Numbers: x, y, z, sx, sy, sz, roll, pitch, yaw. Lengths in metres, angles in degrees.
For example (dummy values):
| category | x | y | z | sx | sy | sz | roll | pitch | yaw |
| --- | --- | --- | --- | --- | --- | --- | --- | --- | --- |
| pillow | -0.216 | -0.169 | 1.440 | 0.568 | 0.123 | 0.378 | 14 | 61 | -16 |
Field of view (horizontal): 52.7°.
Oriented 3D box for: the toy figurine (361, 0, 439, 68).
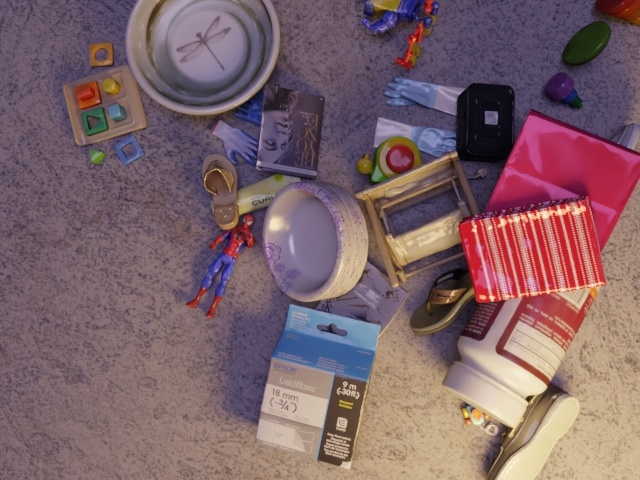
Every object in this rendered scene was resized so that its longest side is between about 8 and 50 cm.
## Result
| category | x | y | z | sx | sy | sz | roll | pitch | yaw |
| --- | --- | --- | --- | --- | --- | --- | --- | --- | --- |
| toy figurine | 0.202 | -0.642 | 1.627 | 0.217 | 0.191 | 0.362 | 24 | 86 | 10 |

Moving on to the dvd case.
| category | x | y | z | sx | sy | sz | roll | pitch | yaw |
| --- | --- | --- | --- | --- | --- | --- | --- | --- | --- |
| dvd case | -0.077 | -0.276 | 1.657 | 0.165 | 0.018 | 0.221 | 8 | 86 | -22 |

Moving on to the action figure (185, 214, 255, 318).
| category | x | y | z | sx | sy | sz | roll | pitch | yaw |
| --- | --- | --- | --- | --- | --- | --- | --- | --- | --- |
| action figure | -0.243 | 0.055 | 1.619 | 0.091 | 0.139 | 0.280 | 27 | 85 | 4 |

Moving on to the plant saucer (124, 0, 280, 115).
| category | x | y | z | sx | sy | sz | roll | pitch | yaw |
| --- | --- | --- | --- | --- | --- | --- | --- | --- | --- |
| plant saucer | -0.298 | -0.511 | 1.682 | 0.401 | 0.100 | 0.400 | 0 | 85 | 4 |

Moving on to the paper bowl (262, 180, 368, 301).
| category | x | y | z | sx | sy | sz | roll | pitch | yaw |
| --- | --- | --- | --- | --- | --- | --- | --- | --- | --- |
| paper bowl | 0.000 | 0.000 | 1.560 | 0.284 | 0.148 | 0.284 | 4 | 96 | 44 |

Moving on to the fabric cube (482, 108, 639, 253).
| category | x | y | z | sx | sy | sz | roll | pitch | yaw |
| --- | --- | --- | --- | --- | --- | --- | --- | --- | --- |
| fabric cube | 0.550 | -0.129 | 1.469 | 0.258 | 0.254 | 0.259 | 25 | 107 | 16 |

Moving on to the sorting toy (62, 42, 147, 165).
| category | x | y | z | sx | sy | sz | roll | pitch | yaw |
| --- | --- | --- | --- | --- | --- | --- | --- | --- | --- |
| sorting toy | -0.576 | -0.363 | 1.712 | 0.196 | 0.047 | 0.347 | -16 | 84 | 2 |

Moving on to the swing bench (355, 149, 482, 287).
| category | x | y | z | sx | sy | sz | roll | pitch | yaw |
| --- | --- | --- | --- | --- | --- | --- | --- | --- | --- |
| swing bench | 0.254 | -0.052 | 1.554 | 0.253 | 0.165 | 0.254 | -22 | 85 | 14 |

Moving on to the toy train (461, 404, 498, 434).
| category | x | y | z | sx | sy | sz | roll | pitch | yaw |
| --- | --- | --- | --- | --- | --- | --- | --- | --- | --- |
| toy train | 0.419 | 0.393 | 1.593 | 0.125 | 0.046 | 0.166 | 20 | 86 | 5 |

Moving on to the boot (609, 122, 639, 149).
| category | x | y | z | sx | sy | sz | roll | pitch | yaw |
| --- | --- | --- | --- | --- | --- | --- | --- | --- | --- |
| boot | 0.673 | -0.197 | 1.599 | 0.123 | 0.095 | 0.258 | 31 | 93 | 6 |

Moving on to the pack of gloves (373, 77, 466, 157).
| category | x | y | z | sx | sy | sz | roll | pitch | yaw |
| --- | --- | --- | --- | --- | --- | --- | --- | --- | --- |
| pack of gloves | 0.265 | -0.318 | 1.661 | 0.232 | 0.046 | 0.195 | 10 | 85 | 4 |

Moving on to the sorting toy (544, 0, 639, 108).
| category | x | y | z | sx | sy | sz | roll | pitch | yaw |
| --- | --- | --- | --- | --- | --- | --- | --- | --- | --- |
| sorting toy | 0.717 | -0.488 | 1.638 | 0.126 | 0.127 | 0.365 | 33 | 91 | -24 |

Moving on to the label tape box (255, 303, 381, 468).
| category | x | y | z | sx | sy | sz | roll | pitch | yaw |
| --- | --- | --- | --- | --- | --- | --- | --- | --- | --- |
| label tape box | -0.007 | 0.346 | 1.555 | 0.241 | 0.106 | 0.333 | 12 | 97 | 9 |

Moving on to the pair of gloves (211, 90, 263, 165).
| category | x | y | z | sx | sy | sz | roll | pitch | yaw |
| --- | --- | --- | --- | --- | --- | --- | --- | --- | --- |
| pair of gloves | -0.190 | -0.295 | 1.697 | 0.159 | 0.023 | 0.198 | 35 | 87 | 6 |

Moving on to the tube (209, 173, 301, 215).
| category | x | y | z | sx | sy | sz | roll | pitch | yaw |
| --- | --- | --- | --- | --- | --- | --- | --- | --- | --- |
| tube | -0.163 | -0.116 | 1.665 | 0.240 | 0.062 | 0.070 | -19 | 119 | -3 |

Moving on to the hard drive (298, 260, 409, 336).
| category | x | y | z | sx | sy | sz | roll | pitch | yaw |
| --- | --- | --- | --- | --- | --- | --- | --- | --- | --- |
| hard drive | 0.083 | 0.184 | 1.626 | 0.172 | 0.054 | 0.254 | 38 | 89 | 6 |

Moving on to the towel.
| category | x | y | z | sx | sy | sz | roll | pitch | yaw |
| --- | --- | --- | --- | --- | --- | --- | --- | --- | --- |
| towel | 0.448 | 0.024 | 1.383 | 0.275 | 0.031 | 0.198 | -11 | 97 | 21 |

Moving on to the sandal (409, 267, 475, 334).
| category | x | y | z | sx | sy | sz | roll | pitch | yaw |
| --- | --- | --- | --- | --- | --- | --- | --- | --- | --- |
| sandal | 0.319 | 0.110 | 1.547 | 0.086 | 0.120 | 0.303 | 36 | 117 | -17 |

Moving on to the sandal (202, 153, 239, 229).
| category | x | y | z | sx | sy | sz | roll | pitch | yaw |
| --- | --- | --- | --- | --- | --- | --- | --- | --- | --- |
| sandal | -0.252 | -0.146 | 1.615 | 0.088 | 0.079 | 0.240 | -15 | 60 | -2 |

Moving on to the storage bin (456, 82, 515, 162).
| category | x | y | z | sx | sy | sz | roll | pitch | yaw |
| --- | --- | --- | --- | --- | --- | --- | --- | --- | --- |
| storage bin | 0.413 | -0.293 | 1.622 | 0.122 | 0.084 | 0.180 | 3 | 86 | -6 |

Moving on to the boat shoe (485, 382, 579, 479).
| category | x | y | z | sx | sy | sz | roll | pitch | yaw |
| --- | --- | --- | --- | --- | --- | --- | --- | --- | --- |
| boat shoe | 0.497 | 0.482 | 1.560 | 0.109 | 0.091 | 0.305 | 37 | 90 | -32 |

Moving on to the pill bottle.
| category | x | y | z | sx | sy | sz | roll | pitch | yaw |
| --- | --- | --- | --- | --- | --- | --- | --- | --- | --- |
| pill bottle | 0.459 | 0.215 | 1.500 | 0.224 | 0.224 | 0.392 | 31 | 82 | 5 |

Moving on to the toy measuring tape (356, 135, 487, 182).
| category | x | y | z | sx | sy | sz | roll | pitch | yaw |
| --- | --- | --- | --- | --- | --- | --- | --- | --- | --- |
| toy measuring tape | 0.254 | -0.206 | 1.625 | 0.330 | 0.121 | 0.121 | -3 | 85 | -5 |
